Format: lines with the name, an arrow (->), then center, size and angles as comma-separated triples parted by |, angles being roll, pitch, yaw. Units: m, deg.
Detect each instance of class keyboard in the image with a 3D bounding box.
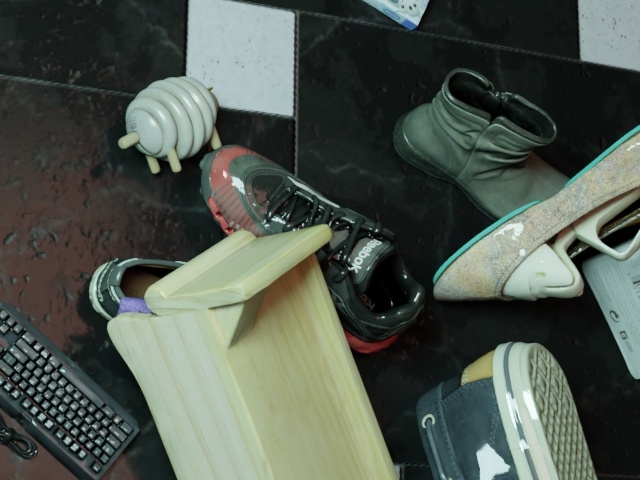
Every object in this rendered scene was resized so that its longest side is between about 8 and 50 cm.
keyboard -> -0.265, 0.153, 1.392 | 0.180, 0.023, 0.108 | 44, 64, -7

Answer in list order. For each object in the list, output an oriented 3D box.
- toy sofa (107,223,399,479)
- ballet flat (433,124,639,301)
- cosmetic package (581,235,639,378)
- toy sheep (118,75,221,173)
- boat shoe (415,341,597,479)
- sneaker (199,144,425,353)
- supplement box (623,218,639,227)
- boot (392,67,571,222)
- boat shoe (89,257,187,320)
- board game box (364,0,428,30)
toy sofa -> -0.039, 0.178, 1.388 | 0.150, 0.177, 0.362 | -35, 109, -49
ballet flat -> 0.265, -0.006, 1.554 | 0.316, 0.107, 0.106 | -36, 64, 4
cosmetic package -> 0.425, 0.044, 1.652 | 0.184, 0.151, 0.151 | -23, 87, -26
toy sheep -> -0.149, -0.117, 1.478 | 0.132, 0.091, 0.091 | -36, 93, -45
boat shoe -> 0.210, 0.353, 1.466 | 0.187, 0.156, 0.500 | 13, 60, -61
sneaker -> 0.000, 0.000, 1.475 | 0.276, 0.135, 0.097 | 44, 64, -13
supplement box -> 0.408, -0.078, 1.625 | 0.078, 0.233, 0.080 | -10, 78, -38
boot -> 0.207, -0.089, 1.584 | 0.247, 0.161, 0.083 | 26, 68, -16
boat shoe -> -0.106, 0.070, 1.453 | 0.233, 0.079, 0.084 | 17, 68, -21
board game box -> 0.084, -0.296, 1.662 | 0.090, 0.020, 0.090 | 30, 67, -15
